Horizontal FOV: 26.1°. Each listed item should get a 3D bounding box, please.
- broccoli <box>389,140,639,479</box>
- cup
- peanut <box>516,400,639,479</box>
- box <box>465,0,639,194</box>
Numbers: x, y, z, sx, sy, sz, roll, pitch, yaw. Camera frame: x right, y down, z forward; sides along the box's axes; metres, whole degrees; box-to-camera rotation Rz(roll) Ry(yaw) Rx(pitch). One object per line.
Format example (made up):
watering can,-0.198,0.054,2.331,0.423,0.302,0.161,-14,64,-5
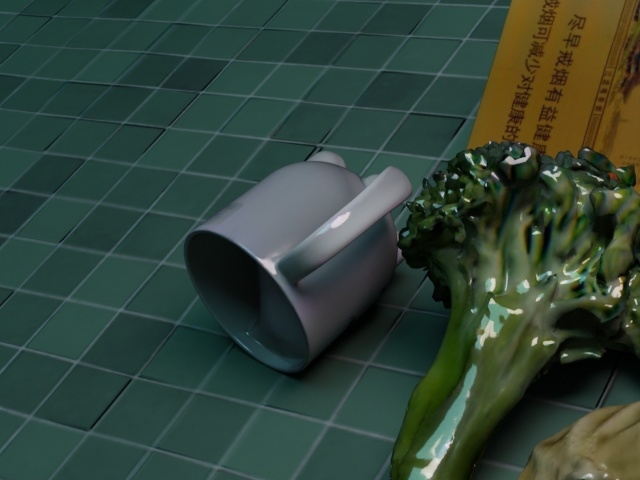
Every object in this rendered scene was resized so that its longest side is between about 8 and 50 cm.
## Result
broccoli,0.148,0.072,0.952,0.198,0.177,0.275,12,68,-13
cup,-0.009,-0.005,1.053,0.134,0.173,0.142,37,60,25
peanut,0.261,0.151,0.751,0.325,0.153,0.140,-6,42,27
box,0.260,-0.097,1.071,0.274,0.076,0.174,11,79,34
